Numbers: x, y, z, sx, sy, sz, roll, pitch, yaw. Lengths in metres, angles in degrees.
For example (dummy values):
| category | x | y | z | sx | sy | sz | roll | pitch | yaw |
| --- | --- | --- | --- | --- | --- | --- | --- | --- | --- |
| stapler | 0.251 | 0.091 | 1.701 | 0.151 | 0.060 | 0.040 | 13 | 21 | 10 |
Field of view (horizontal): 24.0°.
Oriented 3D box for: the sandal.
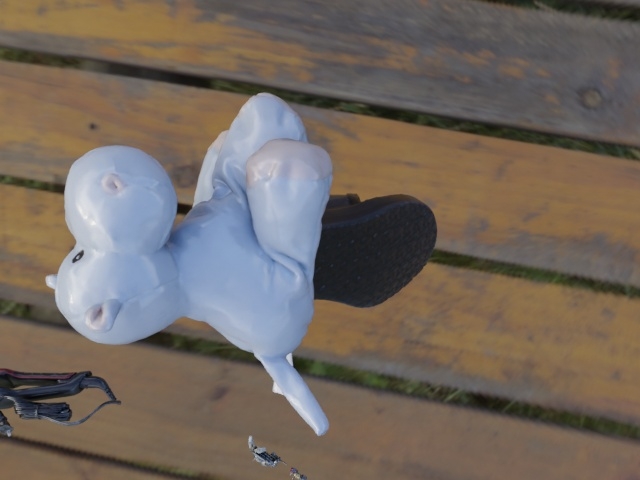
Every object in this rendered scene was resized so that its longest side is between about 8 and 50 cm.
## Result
| category | x | y | z | sx | sy | sz | roll | pitch | yaw |
| --- | --- | --- | --- | --- | --- | --- | --- | --- | --- |
| sandal | 0.000 | -0.002 | 1.935 | 0.107 | 0.445 | 0.168 | 41 | 114 | 30 |

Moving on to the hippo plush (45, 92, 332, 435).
| category | x | y | z | sx | sy | sz | roll | pitch | yaw |
| --- | --- | --- | --- | --- | --- | --- | --- | --- | --- |
| hippo plush | -0.133 | 0.012 | 1.391 | 0.236 | 0.234 | 0.294 | -2 | 104 | -19 |

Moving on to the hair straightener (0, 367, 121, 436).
| category | x | y | z | sx | sy | sz | roll | pitch | yaw |
| --- | --- | --- | --- | --- | --- | --- | --- | --- | --- |
| hair straightener | -0.349 | 0.196 | 1.775 | 0.230 | 0.047 | 0.089 | 2 | 55 | 7 |

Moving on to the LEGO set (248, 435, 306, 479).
| category | x | y | z | sx | sy | sz | roll | pitch | yaw |
| --- | --- | --- | --- | --- | --- | --- | --- | --- | --- |
| LEGO set | -0.055 | 0.256 | 1.729 | 0.083 | 0.054 | 0.023 | 37 | 82 | -2 |
